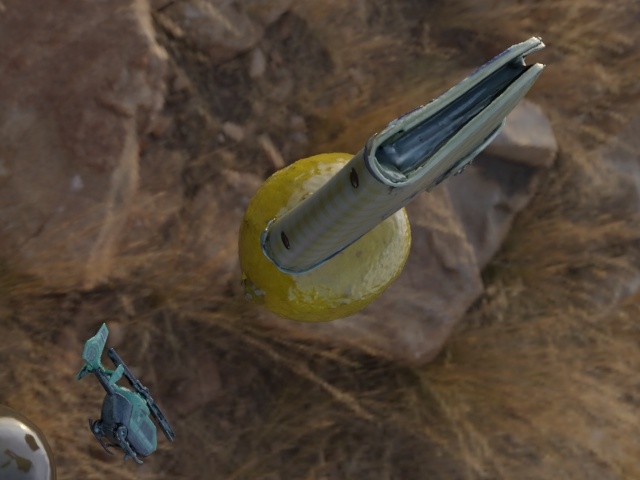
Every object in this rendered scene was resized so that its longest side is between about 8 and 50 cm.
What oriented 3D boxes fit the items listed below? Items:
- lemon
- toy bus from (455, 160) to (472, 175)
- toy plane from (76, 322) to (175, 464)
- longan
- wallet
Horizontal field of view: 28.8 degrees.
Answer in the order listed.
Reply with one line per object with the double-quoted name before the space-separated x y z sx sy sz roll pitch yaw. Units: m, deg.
"lemon" 0.000 0.000 1.922 0.310 0.253 0.253 -35 105 -20
"toy bus" 0.209 -0.150 1.899 0.060 0.075 0.123 27 25 10
"toy plane" -0.265 0.220 1.671 0.096 0.060 0.235 -54 136 -32
"longan" -0.474 0.335 1.780 0.196 0.196 0.220 -21 64 -48
"wallet" 0.074 -0.073 1.161 0.223 0.309 0.077 -33 88 -24
